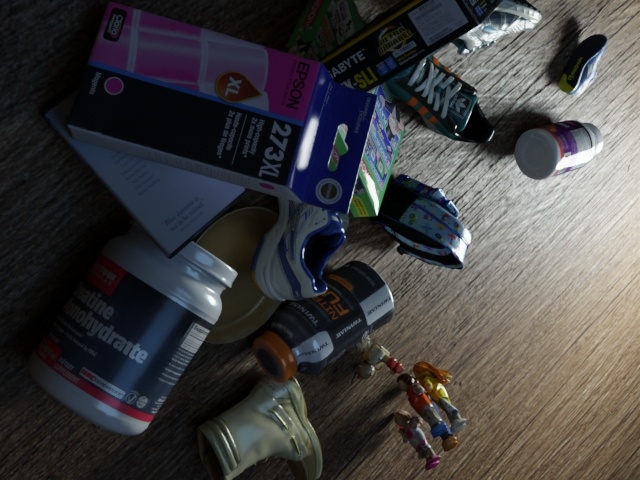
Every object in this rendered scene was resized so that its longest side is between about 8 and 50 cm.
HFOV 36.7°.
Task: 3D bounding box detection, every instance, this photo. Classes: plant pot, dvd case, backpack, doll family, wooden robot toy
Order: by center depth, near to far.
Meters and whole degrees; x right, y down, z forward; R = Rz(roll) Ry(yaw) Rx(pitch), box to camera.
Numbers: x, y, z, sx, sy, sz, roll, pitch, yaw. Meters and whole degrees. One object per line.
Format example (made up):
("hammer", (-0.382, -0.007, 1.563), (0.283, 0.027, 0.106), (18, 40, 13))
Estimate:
("dvd case", (-0.217, -0.127, 1.281), (0.180, 0.022, 0.253), (-43, 94, -21))
("plant pot", (-0.140, 0.053, 1.558), (0.236, 0.032, 0.236), (-22, 124, -36))
("backpack", (0.199, -0.026, 1.752), (0.117, 0.173, 0.158), (-55, 137, -9))
("wooden robot toy", (0.101, 0.241, 1.871), (0.079, 0.076, 0.173), (-48, 137, 0))
("doll family", (0.223, 0.338, 1.956), (0.118, 0.163, 0.263), (-24, 148, -16))

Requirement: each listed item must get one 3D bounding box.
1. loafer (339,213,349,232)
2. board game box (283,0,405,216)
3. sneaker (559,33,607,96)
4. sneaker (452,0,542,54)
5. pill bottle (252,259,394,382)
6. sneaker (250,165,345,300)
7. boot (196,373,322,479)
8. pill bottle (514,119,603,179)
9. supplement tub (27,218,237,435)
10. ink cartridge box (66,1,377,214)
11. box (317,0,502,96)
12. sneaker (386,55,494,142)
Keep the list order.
("loafer", (0.000, 0.000, 1.674), (0.045, 0.039, 0.125), (43, 72, -14))
("board game box", (0.044, -0.222, 1.514), (0.317, 0.046, 0.213), (63, 36, -40))
("sneaker", (0.558, -0.367, 2.033), (0.059, 0.053, 0.144), (26, 99, -48))
("sneaker", (0.278, -0.396, 1.720), (0.283, 0.110, 0.122), (-3, 130, -42))
("pill bottle", (0.001, 0.146, 1.673), (0.246, 0.130, 0.130), (-33, 130, -30))
("sneaker", (-0.005, -0.041, 1.535), (0.112, 0.131, 0.296), (30, 69, -50))
("boot", (-0.106, 0.373, 1.706), (0.203, 0.095, 0.262), (-35, 130, -29))
("pill bottle", (0.506, -0.195, 2.025), (0.193, 0.108, 0.108), (-17, 121, -40))
("supplement tub", (-0.259, 0.115, 1.348), (0.272, 0.191, 0.191), (-57, 138, -6))
("ink cartridge box", (-0.119, -0.167, 1.237), (0.371, 0.069, 0.175), (16, 77, -5))
("box", (0.145, -0.315, 1.382), (0.079, 0.257, 0.322), (54, 36, -10))
("sneaker", (0.205, -0.261, 1.678), (0.302, 0.121, 0.108), (30, 89, -47))
